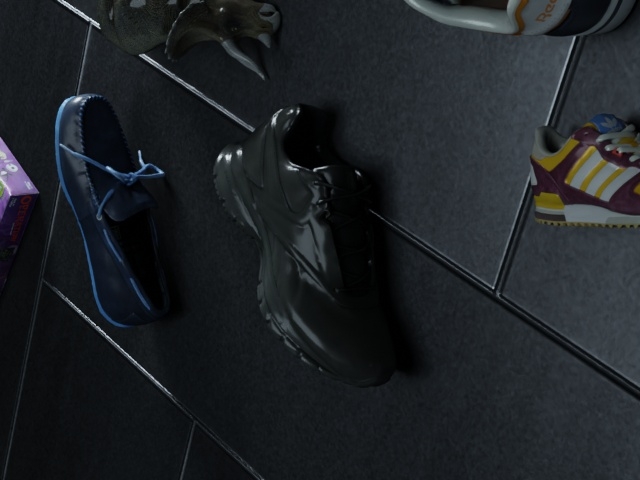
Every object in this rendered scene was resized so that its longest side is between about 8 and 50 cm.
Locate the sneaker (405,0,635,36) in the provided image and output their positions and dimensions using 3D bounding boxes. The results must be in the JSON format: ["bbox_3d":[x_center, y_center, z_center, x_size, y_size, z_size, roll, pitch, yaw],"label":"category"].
[{"bbox_3d":[0.100,-0.253,1.209,0.321,0.127,0.126,32,119,44],"label":"sneaker"}]

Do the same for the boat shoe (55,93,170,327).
[{"bbox_3d":[-0.209,-0.037,1.620,0.089,0.109,0.258,-5,108,42],"label":"boat shoe"}]

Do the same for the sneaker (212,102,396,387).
[{"bbox_3d":[0.000,0.000,1.372,0.130,0.109,0.286,-42,66,36],"label":"sneaker"}]

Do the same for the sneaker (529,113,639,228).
[{"bbox_3d":[0.230,-0.055,1.126,0.185,0.069,0.084,-1,99,48],"label":"sneaker"}]

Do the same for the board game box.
[{"bbox_3d":[-0.491,-0.093,1.956,0.347,0.056,0.208,51,133,31],"label":"board game box"}]

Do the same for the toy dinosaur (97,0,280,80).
[{"bbox_3d":[-0.182,-0.254,1.530,0.313,0.121,0.160,7,91,45],"label":"toy dinosaur"}]
